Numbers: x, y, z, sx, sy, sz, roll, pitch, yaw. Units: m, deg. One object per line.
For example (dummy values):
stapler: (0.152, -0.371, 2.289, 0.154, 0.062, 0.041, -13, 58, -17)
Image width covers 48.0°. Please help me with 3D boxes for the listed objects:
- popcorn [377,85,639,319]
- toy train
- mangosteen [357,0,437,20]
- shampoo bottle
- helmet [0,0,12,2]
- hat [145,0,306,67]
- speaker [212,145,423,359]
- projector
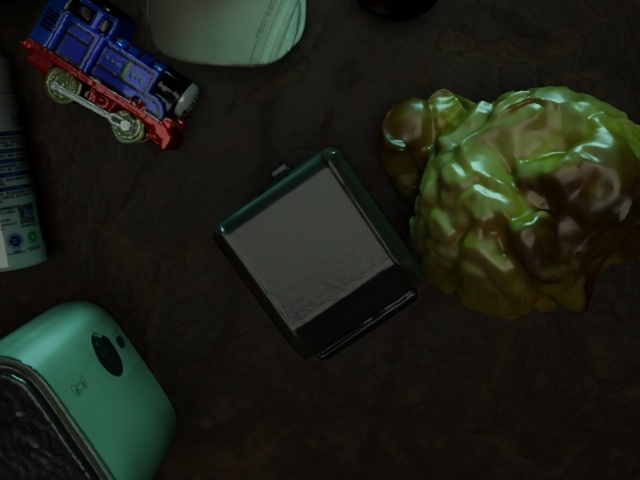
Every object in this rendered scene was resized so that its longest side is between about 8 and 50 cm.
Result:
popcorn: (0.208, -0.046, 0.810, 0.332, 0.225, 0.265, 23, 85, 19)
toy train: (-0.242, -0.199, 0.854, 0.204, 0.083, 0.131, 33, 96, -4)
mangosteen: (0.095, -0.318, 0.817, 0.140, 0.140, 0.140, 0, 99, 1)
shampoo bottle: (-0.402, -0.116, 0.865, 0.092, 0.092, 0.303, -8, 99, 2)
helmet: (-0.348, -0.382, 0.767, 0.338, 0.197, 0.271, -40, 83, 13)
hat: (-0.115, -0.316, 0.795, 0.219, 0.164, 0.226, 5, 66, 1)
speaker: (0.000, 0.000, 0.804, 0.153, 0.231, 0.192, -34, 97, 6)
projector: (-0.338, 0.240, 0.841, 0.248, 0.249, 0.248, -31, 97, 5)
